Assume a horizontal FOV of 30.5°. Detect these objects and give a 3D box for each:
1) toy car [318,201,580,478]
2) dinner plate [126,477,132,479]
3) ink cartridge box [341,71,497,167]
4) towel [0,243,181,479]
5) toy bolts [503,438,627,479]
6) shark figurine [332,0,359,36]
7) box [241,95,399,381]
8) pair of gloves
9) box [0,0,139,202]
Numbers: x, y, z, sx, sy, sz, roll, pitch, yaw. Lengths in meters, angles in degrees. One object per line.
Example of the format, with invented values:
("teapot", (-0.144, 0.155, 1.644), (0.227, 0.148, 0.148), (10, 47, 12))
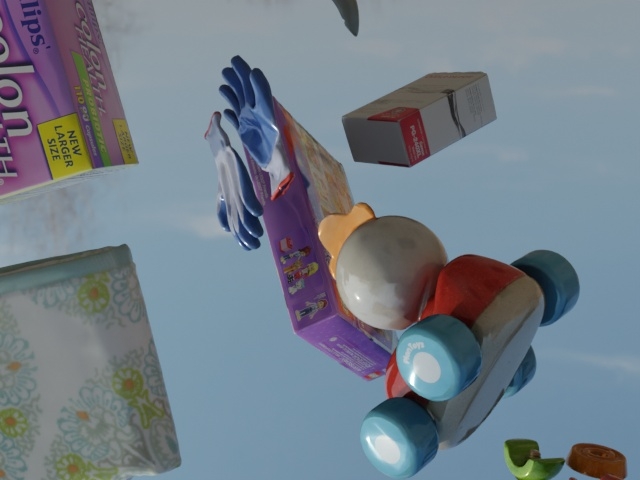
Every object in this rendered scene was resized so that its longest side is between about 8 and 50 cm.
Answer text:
("toy car", (0.086, 0.066, 1.155), (0.238, 0.210, 0.219), (39, -139, 23))
("dinner plate", (-0.271, 0.292, 1.750), (0.017, 0.141, 0.141), (8, -164, -4))
("ink cartridge box", (0.120, -0.146, 1.403), (0.150, 0.063, 0.109), (-29, -158, -30))
("towel", (-0.402, 0.193, 1.626), (0.374, 0.320, 0.090), (-12, -172, 10))
("toy bolts", (0.405, 0.427, 1.849), (0.218, 0.158, 0.228), (4, -169, -25))
("shark figurine", (0.028, -0.365, 1.291), (0.116, 0.166, 0.278), (22, -145, -31))
("box", (0.000, 0.000, 1.362), (0.057, 0.293, 0.201), (-25, 150, 15))
("pair of gloves", (-0.081, -0.084, 1.208), (0.023, 0.159, 0.198), (-9, 154, -27))
("box", (-0.327, -0.139, 1.113), (0.243, 0.213, 0.117), (-15, -177, 13))
